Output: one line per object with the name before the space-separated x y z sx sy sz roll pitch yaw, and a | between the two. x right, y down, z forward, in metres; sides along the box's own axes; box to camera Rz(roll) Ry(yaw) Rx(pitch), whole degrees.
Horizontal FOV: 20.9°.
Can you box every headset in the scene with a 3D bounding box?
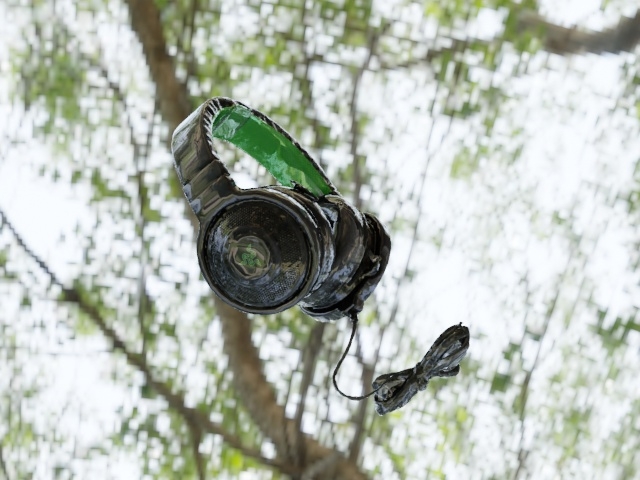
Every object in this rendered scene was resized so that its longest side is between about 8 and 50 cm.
headset | 0.000 0.000 1.798 0.243 0.185 0.394 11 -135 -57
